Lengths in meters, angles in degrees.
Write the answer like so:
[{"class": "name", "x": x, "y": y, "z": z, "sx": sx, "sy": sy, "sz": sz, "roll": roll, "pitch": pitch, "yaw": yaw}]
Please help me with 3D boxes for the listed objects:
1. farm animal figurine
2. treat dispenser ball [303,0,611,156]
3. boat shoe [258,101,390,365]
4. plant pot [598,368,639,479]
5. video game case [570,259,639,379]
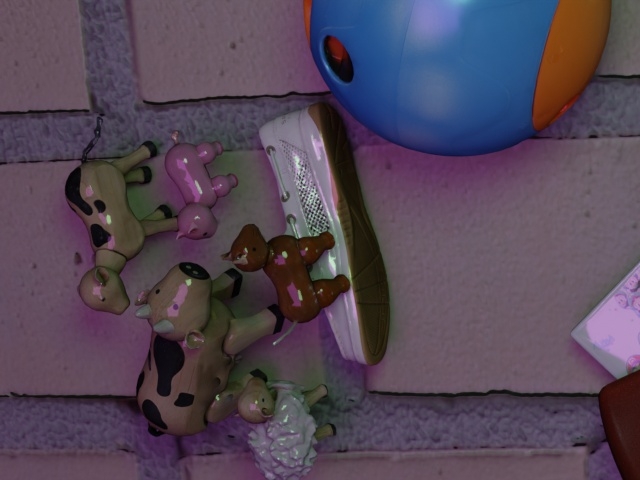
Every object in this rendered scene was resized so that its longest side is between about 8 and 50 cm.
[{"class": "farm animal figurine", "x": -0.144, "y": 0.069, "z": 1.891, "sx": 0.330, "sy": 0.172, "sz": 0.327, "roll": 23, "pitch": 125, "yaw": 38}, {"class": "treat dispenser ball", "x": 0.127, "y": -0.221, "z": 1.712, "sx": 0.288, "sy": 0.288, "sz": 0.288, "roll": 4, "pitch": 103, "yaw": 17}, {"class": "boat shoe", "x": 0.000, "y": 0.000, "z": 1.910, "sx": 0.096, "sy": 0.098, "sz": 0.277, "roll": -14, "pitch": 88, "yaw": 21}, {"class": "plant pot", "x": 0.426, "y": 0.241, "z": 1.697, "sx": 0.267, "sy": 0.236, "sz": 0.267, "roll": -28, "pitch": 102, "yaw": 20}, {"class": "video game case", "x": 0.350, "y": 0.087, "z": 1.811, "sx": 0.143, "sy": 0.019, "sz": 0.157, "roll": 43, "pitch": 111, "yaw": 6}]
